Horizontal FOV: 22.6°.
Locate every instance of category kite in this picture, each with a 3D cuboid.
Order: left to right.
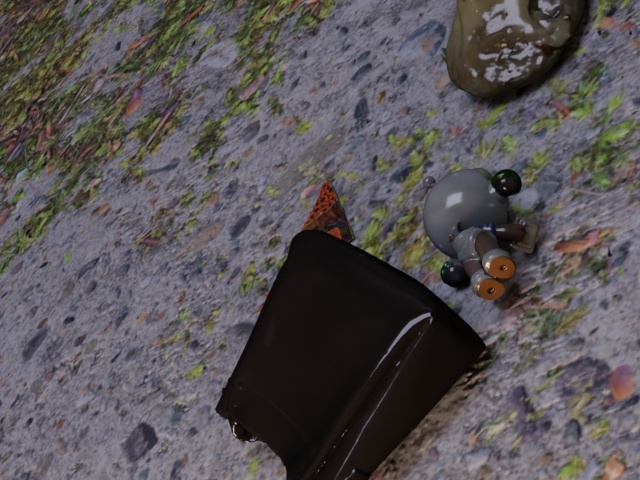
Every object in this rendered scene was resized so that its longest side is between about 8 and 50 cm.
[{"bbox_3d":[0.001,0.000,1.966,0.125,0.008,0.222,-6,50,51],"label":"kite"}]

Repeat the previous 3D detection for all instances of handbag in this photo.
[{"bbox_3d":[0.016,0.138,1.677,0.257,0.113,0.285,-56,36,0],"label":"handbag"}]

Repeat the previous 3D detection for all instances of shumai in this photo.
[{"bbox_3d":[0.212,-0.270,1.883,0.201,0.120,0.201,-32,32,23],"label":"shumai"}]

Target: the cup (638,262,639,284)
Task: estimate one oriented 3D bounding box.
[{"bbox_3d":[0.330,0.044,1.389,0.099,0.074,0.102,9,63,57],"label":"cup"}]

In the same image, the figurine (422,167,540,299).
[{"bbox_3d":[0.167,-0.008,1.668,0.147,0.094,0.197,-62,31,24],"label":"figurine"}]
